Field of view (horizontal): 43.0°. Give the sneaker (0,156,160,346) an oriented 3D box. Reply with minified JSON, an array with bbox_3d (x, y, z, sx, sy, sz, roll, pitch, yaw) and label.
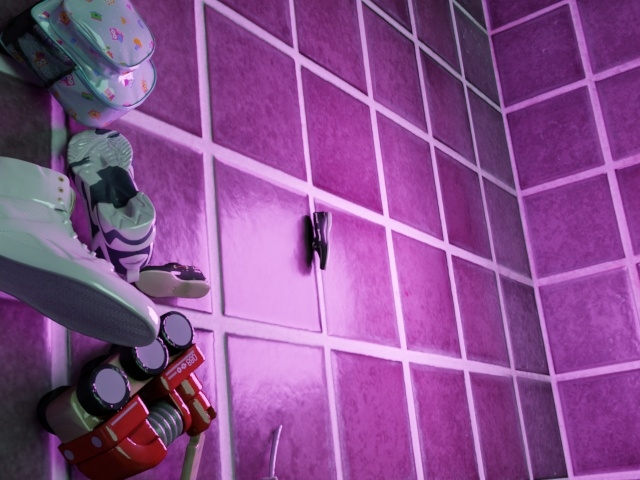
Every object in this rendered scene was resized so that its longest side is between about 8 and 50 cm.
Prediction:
[{"bbox_3d":[-0.305,0.001,0.979,0.292,0.108,0.169,29,43,-12],"label":"sneaker"}]

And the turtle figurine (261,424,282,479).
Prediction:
[{"bbox_3d":[-0.044,0.472,1.241,0.266,0.274,0.198,-30,125,-38],"label":"turtle figurine"}]

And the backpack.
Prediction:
[{"bbox_3d":[-0.315,-0.259,1.131,0.188,0.144,0.166,59,30,-24],"label":"backpack"}]

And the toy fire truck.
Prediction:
[{"bbox_3d":[-0.220,0.253,1.056,0.246,0.158,0.217,57,33,-6],"label":"toy fire truck"}]

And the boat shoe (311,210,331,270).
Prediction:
[{"bbox_3d":[0.000,0.000,1.591,0.046,0.038,0.125,108,-15,-70],"label":"boat shoe"}]

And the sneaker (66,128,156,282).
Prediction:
[{"bbox_3d":[-0.290,-0.039,1.129,0.094,0.153,0.235,-17,50,-30],"label":"sneaker"}]

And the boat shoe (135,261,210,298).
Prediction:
[{"bbox_3d":[-0.225,0.057,1.215,0.133,0.049,0.042,13,37,-47],"label":"boat shoe"}]
